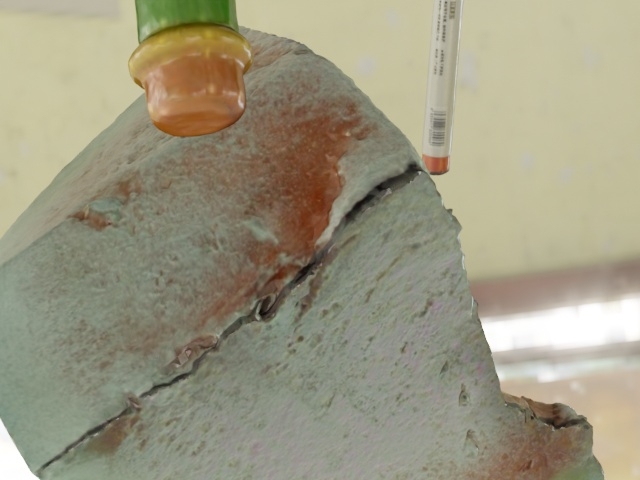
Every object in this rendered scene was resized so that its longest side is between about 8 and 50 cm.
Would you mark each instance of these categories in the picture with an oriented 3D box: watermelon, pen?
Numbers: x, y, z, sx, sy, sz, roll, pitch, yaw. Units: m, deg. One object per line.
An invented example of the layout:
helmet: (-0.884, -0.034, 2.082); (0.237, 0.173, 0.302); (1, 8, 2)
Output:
watermelon: (0.000, 0.000, 0.895); (0.320, 0.289, 0.213); (14, 139, -25)
pen: (0.101, -0.166, 1.583); (0.028, 0.239, 0.028); (3, -155, -1)

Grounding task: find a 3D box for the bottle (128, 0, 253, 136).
bottle: (-0.054, -0.128, 0.725); (0.069, 0.187, 0.069); (-8, 161, -3)
